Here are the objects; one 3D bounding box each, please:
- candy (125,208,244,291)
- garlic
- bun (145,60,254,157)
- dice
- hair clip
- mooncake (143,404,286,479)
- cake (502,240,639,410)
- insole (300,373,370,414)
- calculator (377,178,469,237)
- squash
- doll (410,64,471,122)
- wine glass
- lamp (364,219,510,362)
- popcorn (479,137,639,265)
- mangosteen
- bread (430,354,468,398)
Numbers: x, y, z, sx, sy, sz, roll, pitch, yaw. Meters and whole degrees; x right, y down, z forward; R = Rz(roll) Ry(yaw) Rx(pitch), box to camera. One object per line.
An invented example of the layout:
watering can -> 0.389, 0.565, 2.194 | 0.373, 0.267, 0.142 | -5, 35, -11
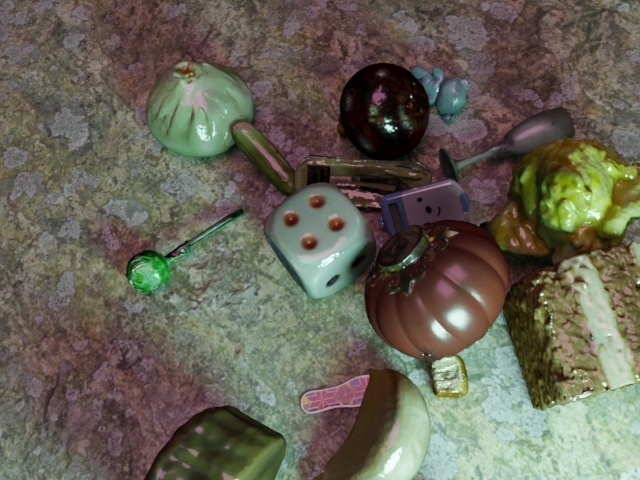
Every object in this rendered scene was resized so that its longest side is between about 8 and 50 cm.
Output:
candy -> -0.318, 0.013, 1.459 | 0.324, 0.097, 0.097 | -34, 65, -17
garlic -> 0.100, 0.420, 1.183 | 0.196, 0.151, 0.338 | 13, 68, 51
bun -> -0.322, -0.367, 1.571 | 0.294, 0.187, 0.292 | -2, 66, 5
dice -> 0.000, 0.000, 1.346 | 0.192, 0.194, 0.193 | -36, 67, -11
hair clip -> 0.104, -0.139, 1.454 | 0.322, 0.138, 0.091 | 6, 23, 11
mooncake -> -0.201, 0.452, 1.113 | 0.161, 0.290, 0.290 | 28, 72, 20
cake -> 0.526, 0.168, 1.152 | 0.291, 0.282, 0.255 | -10, 71, -1
insole -> 0.051, 0.328, 1.286 | 0.194, 0.006, 0.065 | -13, 64, 1
calculator -> 0.233, -0.066, 1.383 | 0.211, 0.039, 0.121 | -13, 105, 13
squash -> -0.137, -0.208, 1.510 | 0.069, 0.069, 0.239 | -41, 82, -11
doll -> 0.304, -0.388, 1.561 | 0.180, 0.075, 0.120 | 42, 119, 36
wine glass -> 0.474, -0.154, 1.412 | 0.310, 0.096, 0.264 | -20, 68, -3
lamp -> 0.232, 0.096, 1.221 | 0.303, 0.303, 0.257 | -48, 110, -14
popcorn -> 0.512, -0.075, 1.220 | 0.237, 0.293, 0.292 | 17, 65, -16
mangosteen -> 0.131, -0.310, 1.477 | 0.262, 0.236, 0.235 | -6, 58, 44
bread -> 0.266, 0.279, 1.243 | 0.077, 0.070, 0.083 | -6, 67, 7
